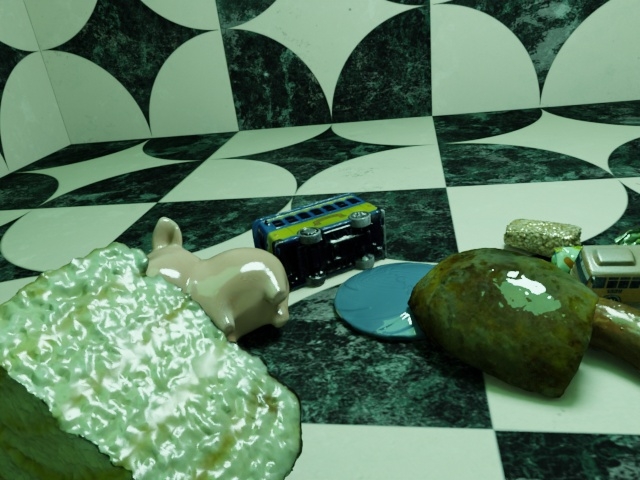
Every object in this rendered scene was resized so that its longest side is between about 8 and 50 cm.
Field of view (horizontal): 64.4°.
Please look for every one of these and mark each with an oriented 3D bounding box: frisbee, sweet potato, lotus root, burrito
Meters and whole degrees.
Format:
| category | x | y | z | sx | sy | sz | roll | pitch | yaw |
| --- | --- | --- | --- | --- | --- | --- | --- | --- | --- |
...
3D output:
| category | x | y | z | sx | sy | sz | roll | pitch | yaw |
| --- | --- | --- | --- | --- | --- | --- | --- | --- | --- |
| frisbee | 0.170 | 0.104 | 1.053 | 0.289 | 0.049 | 0.289 | -6 | 25 | 3 |
| sweet potato | 0.498 | 0.160 | 0.802 | 0.097 | 0.098 | 0.292 | -18 | 28 | -22 |
| lotus root | 0.300 | 0.108 | 0.868 | 0.314 | 0.142 | 0.210 | 25 | 39 | 37 |
| burrito | 0.609 | 0.029 | 1.030 | 0.287 | 0.104 | 0.054 | -2 | 16 | 9 |

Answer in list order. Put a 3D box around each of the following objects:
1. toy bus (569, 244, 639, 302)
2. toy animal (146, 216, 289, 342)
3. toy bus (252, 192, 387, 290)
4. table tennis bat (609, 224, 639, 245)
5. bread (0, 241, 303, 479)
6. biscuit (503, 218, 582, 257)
| category | x | y | z | sx | sy | sz | roll | pitch | yaw |
| --- | --- | --- | --- | --- | --- | --- | --- | --- | --- |
| toy bus | 0.574 | 0.062 | 0.951 | 0.181 | 0.103 | 0.091 | -1 | 43 | 13 |
| toy animal | -0.226 | 0.104 | 0.988 | 0.326 | 0.237 | 0.269 | -18 | 36 | -32 |
| toy bus | 0.000 | 0.000 | 1.213 | 0.287 | 0.138 | 0.175 | -18 | 28 | -21 |
| table tennis bat | 0.730 | 0.004 | 1.150 | 0.246 | 0.022 | 0.138 | -13 | 26 | -14 |
| bread | -0.242 | 0.229 | 0.653 | 0.395 | 0.264 | 0.239 | 39 | 33 | 5 |
| biscuit | 0.510 | -0.006 | 1.172 | 0.168 | 0.071 | 0.082 | 15 | 29 | 43 |
